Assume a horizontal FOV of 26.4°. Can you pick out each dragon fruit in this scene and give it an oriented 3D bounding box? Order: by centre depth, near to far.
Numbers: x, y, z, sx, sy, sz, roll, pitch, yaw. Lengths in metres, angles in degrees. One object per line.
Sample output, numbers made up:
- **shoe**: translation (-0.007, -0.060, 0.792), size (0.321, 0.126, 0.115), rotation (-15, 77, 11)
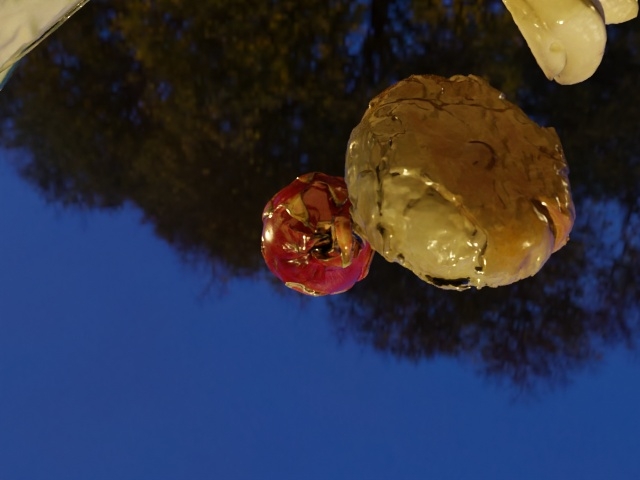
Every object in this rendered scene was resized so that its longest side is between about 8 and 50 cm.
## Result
- **dragon fruit**: translation (0.000, 0.000, 0.995), size (0.094, 0.094, 0.190), rotation (-1, -171, -2)

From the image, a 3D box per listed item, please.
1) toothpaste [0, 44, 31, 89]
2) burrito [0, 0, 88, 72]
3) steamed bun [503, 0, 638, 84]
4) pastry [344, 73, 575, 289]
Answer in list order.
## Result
- **toothpaste**: translation (-0.180, -0.227, 0.933), size (0.099, 0.392, 0.061), rotation (47, -153, 16)
- **burrito**: translation (-0.248, -0.130, 0.786), size (0.445, 0.139, 0.101), rotation (-34, -118, -6)
- **steamed bun**: translation (0.134, -0.360, 1.097), size (0.189, 0.247, 0.428), rotation (-36, -113, 19)
- **pastry**: translation (0.088, -0.036, 0.852), size (0.153, 0.081, 0.153), rotation (15, -138, -14)
